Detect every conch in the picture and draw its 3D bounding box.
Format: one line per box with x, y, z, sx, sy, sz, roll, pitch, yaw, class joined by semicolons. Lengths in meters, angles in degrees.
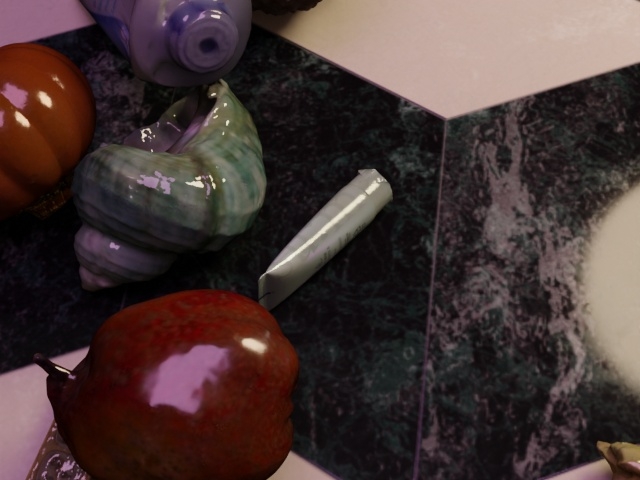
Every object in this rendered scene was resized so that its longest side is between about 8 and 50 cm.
-0.169;-0.057;1.229;0.220;0.195;0.277;31;86;45;conch

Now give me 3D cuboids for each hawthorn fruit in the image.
-0.145;0.140;1.066;0.248;0.208;0.208;11;58;-12;hawthorn fruit

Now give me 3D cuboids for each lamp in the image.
-0.347;-0.116;1.243;0.223;0.223;0.196;-46;111;-23;lamp

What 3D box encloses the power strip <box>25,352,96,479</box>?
-0.250;0.227;1.121;0.064;0.044;0.305;14;59;11;power strip

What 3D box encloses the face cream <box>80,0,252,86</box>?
-0.205;-0.316;1.298;0.137;0.235;0.420;-7;39;-30;face cream

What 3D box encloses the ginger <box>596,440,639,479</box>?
0.356;0.263;1.066;0.193;0.115;0.123;11;80;-1;ginger

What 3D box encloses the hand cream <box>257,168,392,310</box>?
0.000;0.000;1.244;0.050;0.078;0.205;36;61;19;hand cream

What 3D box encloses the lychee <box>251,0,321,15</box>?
-0.049;-0.421;1.362;0.300;0.300;0.300;-1;58;1;lychee
